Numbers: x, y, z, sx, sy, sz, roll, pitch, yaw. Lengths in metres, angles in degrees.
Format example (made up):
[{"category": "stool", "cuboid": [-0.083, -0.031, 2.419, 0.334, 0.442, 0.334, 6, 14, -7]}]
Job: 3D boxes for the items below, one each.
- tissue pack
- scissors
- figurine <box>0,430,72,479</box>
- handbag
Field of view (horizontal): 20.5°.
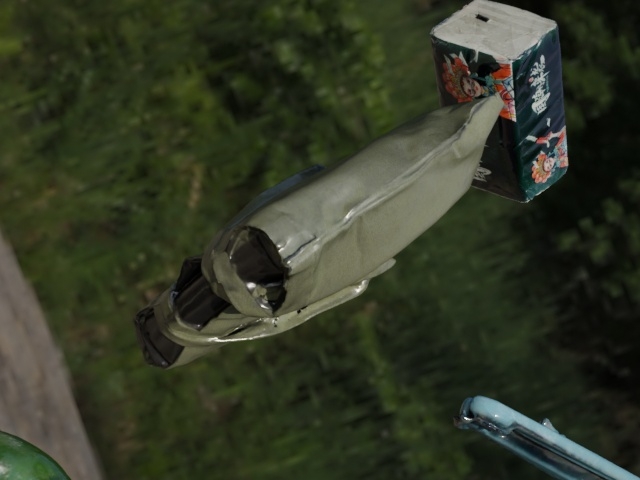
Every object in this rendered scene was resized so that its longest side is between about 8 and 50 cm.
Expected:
[{"category": "tissue pack", "cuboid": [0.169, -0.129, 1.650, 0.103, 0.090, 0.170, 25, -37, 37]}, {"category": "scissors", "cuboid": [0.248, 0.203, 1.311, 0.393, 0.180, 0.032, 31, 68, -26]}, {"category": "figurine", "cuboid": [-0.314, 0.193, 1.543, 0.234, 0.127, 0.185, 27, -29, 24]}, {"category": "handbag", "cuboid": [-0.004, 0.003, 1.461, 0.109, 0.253, 0.316, 58, -33, 3]}]
